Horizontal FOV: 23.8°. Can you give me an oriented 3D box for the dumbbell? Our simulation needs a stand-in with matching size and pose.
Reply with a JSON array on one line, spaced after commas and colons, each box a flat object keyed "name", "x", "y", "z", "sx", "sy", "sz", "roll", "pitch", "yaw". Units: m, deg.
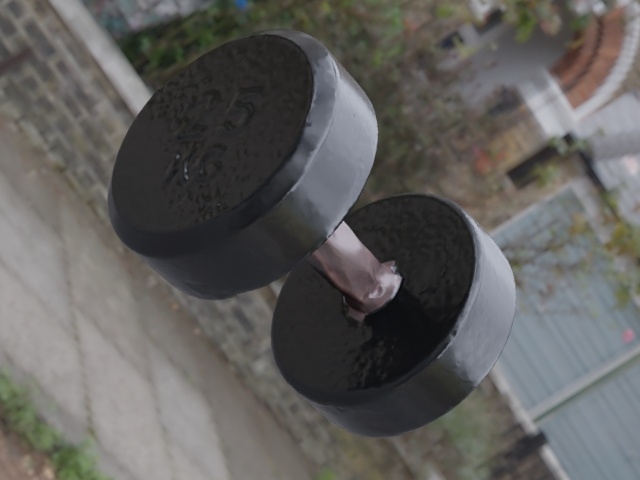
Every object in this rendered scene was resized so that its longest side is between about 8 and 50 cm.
[{"name": "dumbbell", "x": 0.000, "y": 0.000, "z": 0.873, "sx": 0.218, "sy": 0.152, "sz": 0.152, "roll": 45, "pitch": 12, "yaw": -39}]
